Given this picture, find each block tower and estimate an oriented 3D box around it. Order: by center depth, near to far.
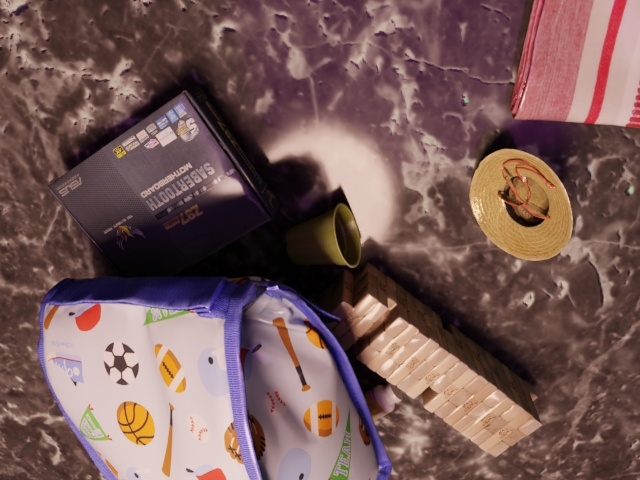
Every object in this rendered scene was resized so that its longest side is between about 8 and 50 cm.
[{"bbox_3d":[0.154,0.165,0.706,0.336,0.097,0.091,36,114,-12],"label":"block tower"}]

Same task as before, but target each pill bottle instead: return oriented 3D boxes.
[{"bbox_3d":[0.082,0.247,0.777,0.083,0.043,0.043,-38,106,19],"label":"pill bottle"}]

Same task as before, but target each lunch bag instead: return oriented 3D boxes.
[{"bbox_3d":[-0.128,0.198,0.626,0.328,0.239,0.385,-4,123,33],"label":"lunch bag"}]

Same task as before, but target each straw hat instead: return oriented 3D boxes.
[{"bbox_3d":[0.252,-0.052,0.611,0.061,0.145,0.144,-32,114,-27],"label":"straw hat"}]

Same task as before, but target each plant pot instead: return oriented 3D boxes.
[{"bbox_3d":[0.000,0.000,0.661,0.079,0.083,0.083,-11,113,24],"label":"plant pot"}]

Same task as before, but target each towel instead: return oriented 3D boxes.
[{"bbox_3d":[0.388,-0.232,0.532,0.329,0.037,0.236,5,116,3],"label":"towel"}]

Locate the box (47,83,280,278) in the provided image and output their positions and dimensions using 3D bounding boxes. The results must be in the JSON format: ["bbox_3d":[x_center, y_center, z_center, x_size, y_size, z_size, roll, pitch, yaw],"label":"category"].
[{"bbox_3d":[-0.197,-0.058,0.658,0.233,0.059,0.183,-27,110,17],"label":"box"}]
